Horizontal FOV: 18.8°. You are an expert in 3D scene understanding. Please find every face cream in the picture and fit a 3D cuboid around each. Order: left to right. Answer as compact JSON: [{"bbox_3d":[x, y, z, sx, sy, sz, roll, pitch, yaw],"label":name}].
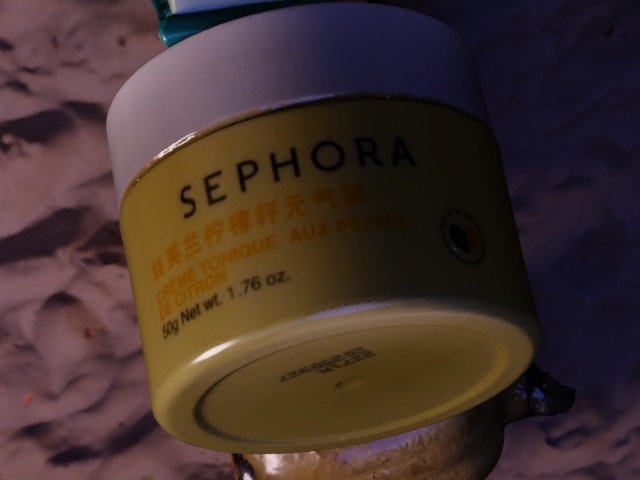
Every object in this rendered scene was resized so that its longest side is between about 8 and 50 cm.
[{"bbox_3d":[0.000,0.000,1.076,0.218,0.179,0.218,-10,156,-4],"label":"face cream"}]

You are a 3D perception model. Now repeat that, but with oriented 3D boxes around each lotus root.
[{"bbox_3d":[0.049,0.110,1.215,0.221,0.118,0.125,-21,144,-3],"label":"lotus root"}]

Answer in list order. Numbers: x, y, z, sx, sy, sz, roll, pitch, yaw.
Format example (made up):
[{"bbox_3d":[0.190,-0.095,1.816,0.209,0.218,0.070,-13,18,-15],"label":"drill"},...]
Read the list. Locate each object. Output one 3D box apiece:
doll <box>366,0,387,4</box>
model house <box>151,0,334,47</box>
[{"bbox_3d":[0.070,-0.204,1.119,0.152,0.085,0.114,-39,126,18],"label":"doll"},{"bbox_3d":[-0.048,-0.151,1.095,0.101,0.127,0.148,-10,108,-4],"label":"model house"}]
